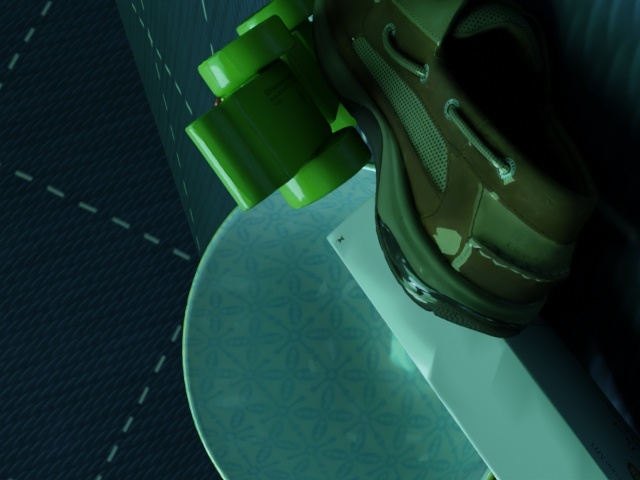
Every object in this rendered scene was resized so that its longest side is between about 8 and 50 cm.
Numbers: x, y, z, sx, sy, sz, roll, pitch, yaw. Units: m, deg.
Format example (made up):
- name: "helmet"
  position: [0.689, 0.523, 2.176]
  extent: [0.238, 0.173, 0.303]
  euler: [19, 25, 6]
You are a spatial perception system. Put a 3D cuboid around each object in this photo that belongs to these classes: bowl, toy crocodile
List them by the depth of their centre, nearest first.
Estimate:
- name: "toy crocodile"
  position: [-0.030, -0.098, 0.767]
  extent: [0.115, 0.105, 0.340]
  euler: [53, -160, -14]
- name: "bowl"
  position: [0.050, 0.087, 0.851]
  extent: [0.156, 0.289, 0.289]
  euler: [4, -118, -58]

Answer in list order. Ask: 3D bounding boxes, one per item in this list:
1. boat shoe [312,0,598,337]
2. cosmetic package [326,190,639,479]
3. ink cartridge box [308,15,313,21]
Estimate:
- name: "boat shoe"
  position: [0.087, -0.095, 0.657]
  extent: [0.120, 0.123, 0.324]
  euler: [-52, 39, 36]
- name: "cosmetic package"
  position: [0.110, 0.073, 0.665]
  extent: [0.239, 0.060, 0.099]
  euler: [55, -155, 20]
- name: "ink cartridge box"
  position: [-0.006, -0.242, 0.976]
  extent: [0.223, 0.045, 0.224]
  euler: [160, 92, -78]
